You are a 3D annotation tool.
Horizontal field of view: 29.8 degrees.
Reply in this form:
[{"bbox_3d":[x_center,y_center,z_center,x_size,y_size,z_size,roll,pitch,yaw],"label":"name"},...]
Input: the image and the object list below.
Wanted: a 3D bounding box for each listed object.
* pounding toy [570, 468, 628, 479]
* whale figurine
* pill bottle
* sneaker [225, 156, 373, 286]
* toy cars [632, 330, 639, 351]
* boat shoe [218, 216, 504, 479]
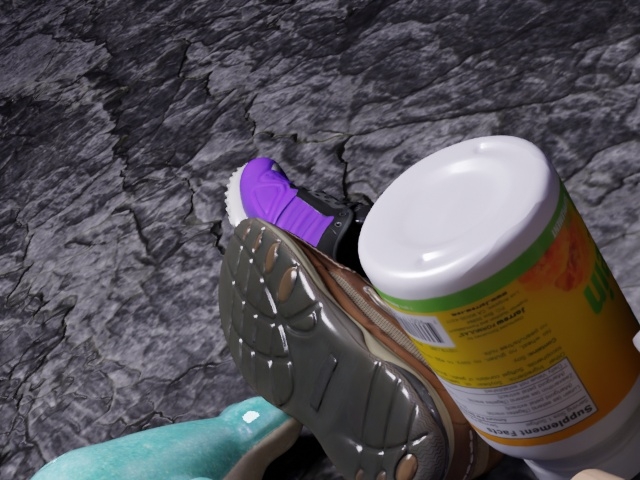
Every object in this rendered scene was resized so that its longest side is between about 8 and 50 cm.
[{"bbox_3d":[0.088,0.191,0.522,0.094,0.181,0.206,20,98,58],"label":"pounding toy"},{"bbox_3d":[-0.138,0.202,0.983,0.272,0.141,0.216,-41,6,-29],"label":"whale figurine"},{"bbox_3d":[0.140,0.061,0.816,0.136,0.245,0.136,-25,33,17],"label":"pill bottle"},{"bbox_3d":[0.000,0.001,1.187,0.146,0.102,0.293,-29,39,10],"label":"sneaker"},{"bbox_3d":[0.252,0.142,0.704,0.087,0.176,0.393,-53,18,35],"label":"toy cars"},{"bbox_3d":[0.026,0.096,0.981,0.324,0.120,0.122,48,121,43],"label":"boat shoe"}]
